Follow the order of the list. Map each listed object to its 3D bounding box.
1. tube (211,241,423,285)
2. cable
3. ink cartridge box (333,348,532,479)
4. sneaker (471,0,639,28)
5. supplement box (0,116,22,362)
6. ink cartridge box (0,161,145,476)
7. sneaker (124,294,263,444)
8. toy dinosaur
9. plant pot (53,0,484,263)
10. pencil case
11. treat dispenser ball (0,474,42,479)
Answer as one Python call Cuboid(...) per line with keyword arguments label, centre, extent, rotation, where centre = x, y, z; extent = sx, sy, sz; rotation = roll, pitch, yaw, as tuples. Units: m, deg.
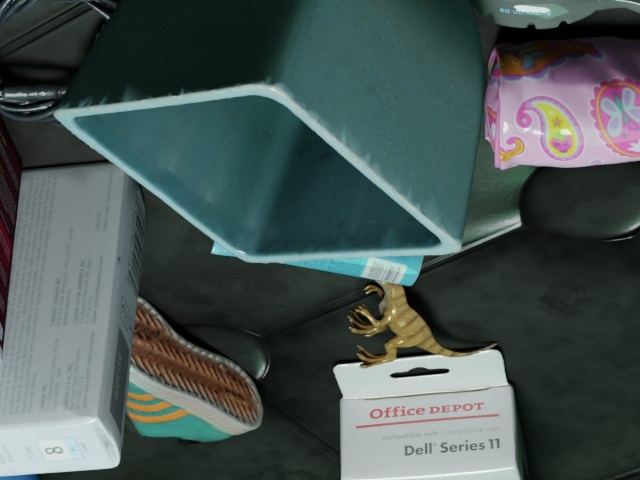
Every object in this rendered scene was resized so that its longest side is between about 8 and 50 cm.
Cuboid(label="tube", centre=(0.000, 0.000, 1.890), extent=(0.207, 0.052, 0.080), rotation=(13, 106, -14))
Cuboid(label="cable", centre=(-0.239, -0.168, 1.665), extent=(0.184, 0.047, 0.150), rotation=(-25, 127, 21))
Cuboid(label="ink cartridge box", centre=(0.138, 0.275, 2.190), extent=(0.207, 0.119, 0.353), rotation=(-6, 142, 10))
Cuboid(label="sneaker", centre=(0.282, -0.247, 1.506), extent=(0.340, 0.125, 0.140), rotation=(-3, 141, 4))
Cuboid(label="supplement box", centre=(-0.331, -0.017, 1.717), extent=(0.073, 0.239, 0.130), rotation=(-6, 141, 7))
Cuboid(label="ink cartridge box", centre=(-0.369, 0.081, 1.790), extent=(0.385, 0.308, 0.091), rotation=(-6, 141, 9))
Cuboid(label="sneaker", centre=(-0.198, 0.151, 2.043), extent=(0.121, 0.108, 0.302), rotation=(-28, 136, 26))
Cuboid(label="toy dinosaur", centre=(0.095, 0.099, 2.008), extent=(0.112, 0.064, 0.211), rotation=(-20, 138, 23))
Cuboid(label="plant pot", centre=(-0.013, -0.152, 1.505), extent=(0.247, 0.252, 0.248), rotation=(-2, 150, 43))
Cuboid(label="pencil case", centre=(0.289, -0.123, 1.672), extent=(0.284, 0.124, 0.124), rotation=(-2, 142, 2))
Cuboid(label="treat dispenser ball", centre=(-0.451, 0.324, 2.125), extent=(0.288, 0.288, 0.288), rotation=(0, 143, 0))
